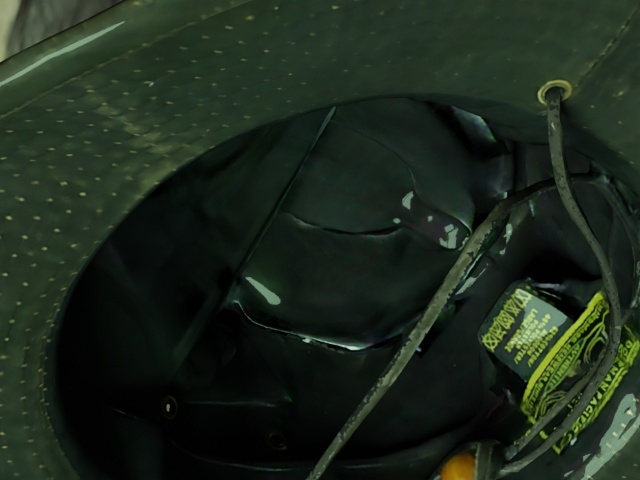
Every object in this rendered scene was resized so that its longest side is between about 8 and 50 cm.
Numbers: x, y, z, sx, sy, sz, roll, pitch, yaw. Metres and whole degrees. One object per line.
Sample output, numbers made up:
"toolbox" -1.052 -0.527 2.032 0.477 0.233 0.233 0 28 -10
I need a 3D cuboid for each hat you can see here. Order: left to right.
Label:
"hat" 0.000 0.000 0.558 0.134 0.331 0.331 -118 34 -43
